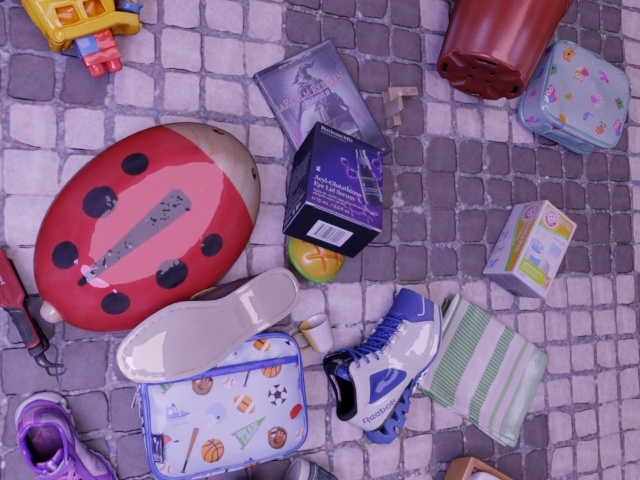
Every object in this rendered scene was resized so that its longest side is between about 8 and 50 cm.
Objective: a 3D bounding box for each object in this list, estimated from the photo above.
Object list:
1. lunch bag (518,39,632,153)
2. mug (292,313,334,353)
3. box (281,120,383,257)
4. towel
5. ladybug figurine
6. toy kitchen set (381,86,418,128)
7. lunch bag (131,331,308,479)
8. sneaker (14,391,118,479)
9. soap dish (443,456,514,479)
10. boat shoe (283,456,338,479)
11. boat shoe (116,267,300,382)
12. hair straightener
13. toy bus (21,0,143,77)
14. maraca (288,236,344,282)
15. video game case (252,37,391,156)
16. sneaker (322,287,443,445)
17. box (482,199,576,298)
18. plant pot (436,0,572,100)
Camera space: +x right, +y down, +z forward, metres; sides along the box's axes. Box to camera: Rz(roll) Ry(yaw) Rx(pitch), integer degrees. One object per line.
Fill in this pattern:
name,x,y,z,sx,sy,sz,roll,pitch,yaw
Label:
lunch bag,0.630,-0.349,1.238,0.279,0.108,0.224,19,85,-17
mug,-0.008,0.191,0.996,0.062,0.078,0.064,-43,114,-51
box,0.027,-0.095,0.924,0.153,0.108,0.207,19,53,-19
towel,0.374,0.297,1.140,0.324,0.038,0.248,34,75,-16
ladybug figurine,-0.281,-0.026,0.839,0.305,0.162,0.449,46,73,-13
toy kitchen set,0.187,-0.296,1.085,0.075,0.068,0.083,-9,90,-21
lunch bag,-0.179,0.280,0.890,0.303,0.115,0.243,-3,86,-22
sneaker,-0.414,0.362,0.797,0.095,0.104,0.237,-33,100,-21
soap dish,0.331,0.637,1.060,0.228,0.118,0.291,33,76,-16
boat shoe,-0.056,0.578,0.917,0.099,0.116,0.320,25,73,-14
boat shoe,-0.184,0.138,0.829,0.324,0.096,0.117,-26,94,-35
hair straightener,-0.470,0.122,0.797,0.047,0.089,0.230,-34,79,-25
toy bus,-0.380,-0.398,0.843,0.220,0.149,0.212,-31,111,-22
maraca,0.000,0.000,0.984,0.127,0.099,0.186,36,51,-19
video game case,0.009,-0.262,1.039,0.196,0.026,0.274,-33,99,-20
sneaker,0.114,0.235,0.982,0.182,0.127,0.316,28,78,-29
box,0.493,0.020,1.166,0.114,0.103,0.203,35,76,-16
plant pot,0.395,-0.474,1.089,0.272,0.272,0.265,23,87,-18
